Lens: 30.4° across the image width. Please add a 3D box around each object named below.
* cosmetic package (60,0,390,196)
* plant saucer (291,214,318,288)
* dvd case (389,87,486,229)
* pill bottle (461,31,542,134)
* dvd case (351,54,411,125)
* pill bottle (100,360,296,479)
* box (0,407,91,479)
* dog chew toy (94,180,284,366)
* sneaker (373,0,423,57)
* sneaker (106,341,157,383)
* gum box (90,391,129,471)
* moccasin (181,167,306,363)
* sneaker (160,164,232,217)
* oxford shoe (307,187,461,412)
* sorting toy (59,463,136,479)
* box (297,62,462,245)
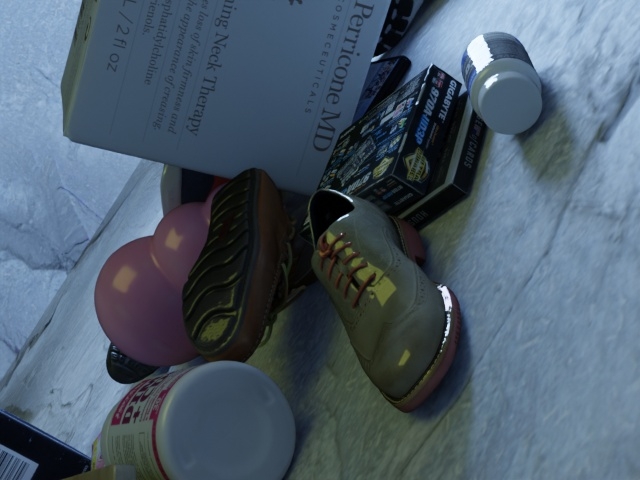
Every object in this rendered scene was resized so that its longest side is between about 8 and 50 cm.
[{"bbox_3d":[-0.156,-0.298,1.759,0.327,0.393,0.329,-122,46,-66],"label":"cosmetic package"},{"bbox_3d":[0.000,0.000,1.603,0.168,0.029,0.168,-49,18,22],"label":"plant saucer"},{"bbox_3d":[0.112,-0.074,1.428,0.238,0.029,0.179,-38,25,47],"label":"dvd case"},{"bbox_3d":[0.198,-0.171,1.284,0.078,0.078,0.137,-50,18,22],"label":"pill bottle"},{"bbox_3d":[0.046,-0.205,1.861,0.180,0.022,0.253,-58,17,-6],"label":"dvd case"},{"bbox_3d":[-0.156,0.232,1.383,0.283,0.160,0.160,-23,37,61],"label":"pill bottle"},{"bbox_3d":[-0.584,0.385,2.047,0.183,0.296,0.294,-63,18,-18],"label":"box"},{"bbox_3d":[-0.185,0.037,1.773,0.332,0.206,0.206,-43,20,16],"label":"dog chew toy"},{"bbox_3d":[0.135,-0.410,1.891,0.300,0.111,0.121,-45,4,30],"label":"sneaker"},{"bbox_3d":[-0.303,0.164,2.043,0.130,0.109,0.286,-53,7,33],"label":"sneaker"},{"bbox_3d":[-0.290,0.319,1.759,0.107,0.062,0.188,-54,17,8],"label":"gum box"},{"bbox_3d":[-0.088,0.047,1.513,0.139,0.147,0.380,-38,20,14],"label":"moccasin"},{"bbox_3d":[-0.176,-0.021,1.937,0.350,0.148,0.131,94,178,-58],"label":"sneaker"},{"bbox_3d":[0.045,0.052,1.201,0.123,0.130,0.348,-52,21,13],"label":"oxford shoe"},{"bbox_3d":[-0.219,0.381,1.266,0.255,0.089,0.257,-30,58,60],"label":"sorting toy"},{"bbox_3d":[0.071,-0.097,1.444,0.220,0.051,0.175,-33,30,53],"label":"box"}]
